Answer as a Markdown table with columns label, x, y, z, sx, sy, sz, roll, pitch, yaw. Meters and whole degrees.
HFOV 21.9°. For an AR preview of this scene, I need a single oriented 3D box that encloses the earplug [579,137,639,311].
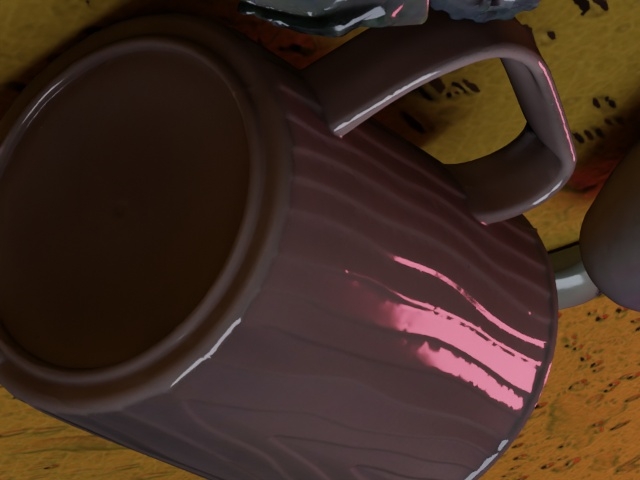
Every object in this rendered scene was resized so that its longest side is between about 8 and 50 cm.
| label | x | y | z | sx | sy | sz | roll | pitch | yaw |
| --- | --- | --- | --- | --- | --- | --- | --- | --- | --- |
| earplug | 0.280 | -0.043 | 0.978 | 0.172 | 0.172 | 0.301 | 14 | 143 | -44 |

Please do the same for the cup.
| label | x | y | z | sx | sy | sz | roll | pitch | yaw |
| --- | --- | --- | --- | --- | --- | --- | --- | --- | --- |
| cup | -0.001 | 0.018 | 0.848 | 0.288 | 0.208 | 0.273 | -13 | 155 | 30 |

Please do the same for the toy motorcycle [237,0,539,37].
| label | x | y | z | sx | sy | sz | roll | pitch | yaw |
| --- | --- | --- | --- | --- | --- | --- | --- | --- | --- |
| toy motorcycle | 0.004 | -0.155 | 0.698 | 0.229 | 0.094 | 0.130 | 5 | 143 | -12 |

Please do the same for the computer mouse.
| label | x | y | z | sx | sy | sz | roll | pitch | yaw |
| --- | --- | --- | --- | --- | --- | --- | --- | --- | --- |
| computer mouse | 0.164 | 0.032 | 1.160 | 0.110 | 0.032 | 0.056 | -16 | 150 | -3 |
